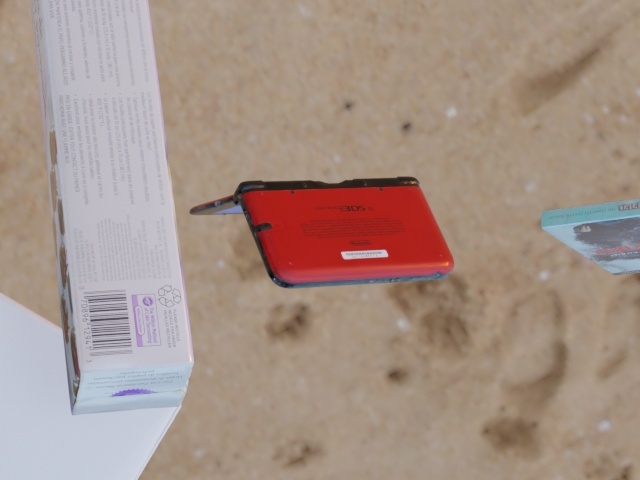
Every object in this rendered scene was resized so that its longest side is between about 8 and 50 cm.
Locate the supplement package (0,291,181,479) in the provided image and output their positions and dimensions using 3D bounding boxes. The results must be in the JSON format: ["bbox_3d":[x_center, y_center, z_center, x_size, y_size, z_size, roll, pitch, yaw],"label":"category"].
[{"bbox_3d":[-0.269,0.108,1.297,0.293,0.177,0.175,31,82,-7],"label":"supplement package"}]

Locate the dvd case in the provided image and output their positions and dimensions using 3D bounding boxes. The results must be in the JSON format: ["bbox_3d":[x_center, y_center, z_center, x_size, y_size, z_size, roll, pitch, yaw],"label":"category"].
[{"bbox_3d":[0.193,-0.002,1.121,0.087,0.013,0.119,-7,163,28],"label":"dvd case"}]

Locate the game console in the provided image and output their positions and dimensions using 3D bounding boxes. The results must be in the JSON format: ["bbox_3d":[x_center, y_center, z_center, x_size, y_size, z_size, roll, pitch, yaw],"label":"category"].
[{"bbox_3d":[0.000,0.000,1.323,0.144,0.124,0.085,-3,144,-29],"label":"game console"}]

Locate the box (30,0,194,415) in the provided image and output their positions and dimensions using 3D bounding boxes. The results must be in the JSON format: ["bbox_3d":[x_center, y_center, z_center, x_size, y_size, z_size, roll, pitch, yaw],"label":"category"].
[{"bbox_3d":[-0.125,-0.060,1.087,0.067,0.324,0.063,-3,153,-14],"label":"box"}]
